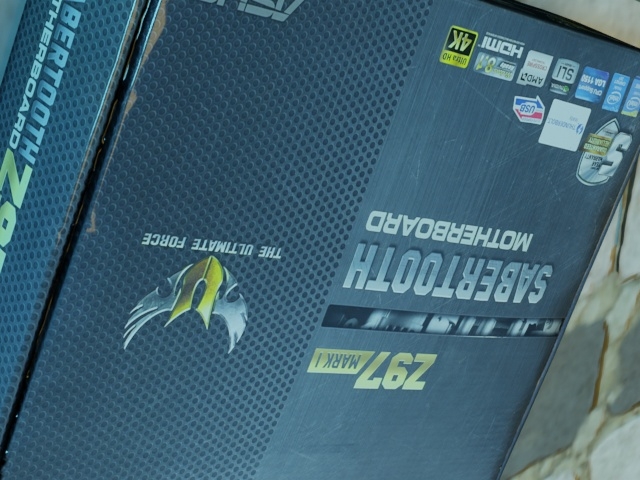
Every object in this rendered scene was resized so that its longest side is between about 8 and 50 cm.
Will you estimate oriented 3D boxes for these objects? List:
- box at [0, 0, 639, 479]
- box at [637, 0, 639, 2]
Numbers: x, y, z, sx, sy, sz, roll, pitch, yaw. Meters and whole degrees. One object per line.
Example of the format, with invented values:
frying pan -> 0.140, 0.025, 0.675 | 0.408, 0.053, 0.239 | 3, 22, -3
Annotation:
box -> 0.000, 0.000, 0.434 | 0.232, 0.059, 0.183 | 7, 110, -44
box -> 0.078, -0.187, 0.331 | 0.121, 0.148, 0.311 | -52, 136, -3
